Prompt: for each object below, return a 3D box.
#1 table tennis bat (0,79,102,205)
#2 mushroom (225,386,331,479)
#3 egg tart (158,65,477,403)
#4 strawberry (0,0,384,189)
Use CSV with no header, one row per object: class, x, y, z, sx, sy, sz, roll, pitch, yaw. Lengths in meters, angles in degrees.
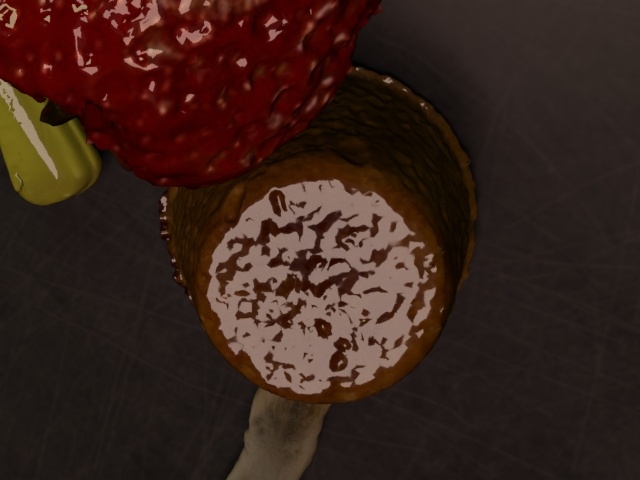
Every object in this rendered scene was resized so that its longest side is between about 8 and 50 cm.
table tennis bat,-0.236,-0.188,0.942,0.224,0.054,0.369,-14,111,16
mushroom,-0.032,0.151,1.095,0.059,0.054,0.202,22,125,4
egg tart,0.000,0.000,0.934,0.215,0.171,0.215,0,106,0
strawberry,-0.067,-0.180,0.796,0.257,0.257,0.277,38,116,-11
